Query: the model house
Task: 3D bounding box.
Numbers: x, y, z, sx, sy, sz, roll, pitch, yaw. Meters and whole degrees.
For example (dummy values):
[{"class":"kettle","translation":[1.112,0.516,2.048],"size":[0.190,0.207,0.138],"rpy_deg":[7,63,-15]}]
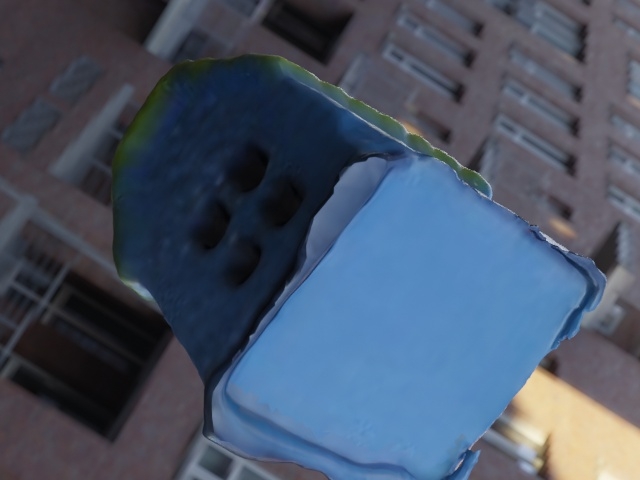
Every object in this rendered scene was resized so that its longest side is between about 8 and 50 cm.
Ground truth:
[{"class":"model house","translation":[0.000,0.000,1.111],"size":[0.215,0.237,0.303],"rpy_deg":[-53,-142,11]}]
